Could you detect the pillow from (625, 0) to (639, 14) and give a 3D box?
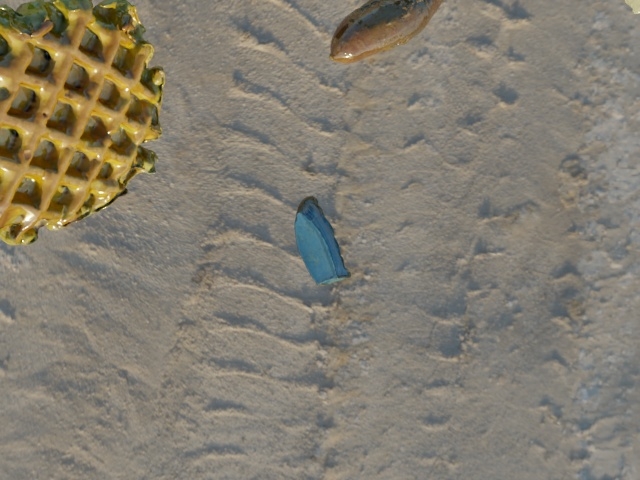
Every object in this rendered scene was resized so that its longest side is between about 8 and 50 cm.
[{"bbox_3d":[0.457,-0.330,0.665,0.128,0.229,0.051,49,54,-41],"label":"pillow"}]

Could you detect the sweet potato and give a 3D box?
[{"bbox_3d":[0.167,-0.446,1.140,0.385,0.109,0.109,-38,112,-20],"label":"sweet potato"}]

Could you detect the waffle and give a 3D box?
[{"bbox_3d":[-0.323,-0.145,0.728,0.325,0.068,0.302,-41,148,-35],"label":"waffle"}]

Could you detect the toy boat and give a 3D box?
[{"bbox_3d":[0.000,0.000,1.191,0.077,0.075,0.185,-24,90,-60],"label":"toy boat"}]
